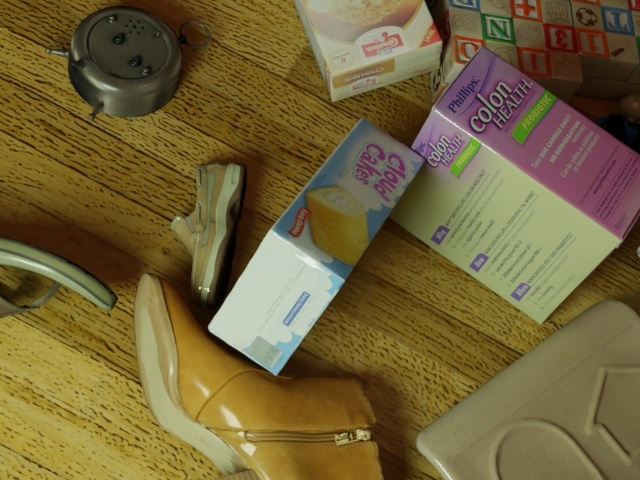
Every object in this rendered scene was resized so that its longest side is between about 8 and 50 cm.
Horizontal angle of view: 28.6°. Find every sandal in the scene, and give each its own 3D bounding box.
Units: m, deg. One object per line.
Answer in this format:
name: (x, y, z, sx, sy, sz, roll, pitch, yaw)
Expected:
sandal: (-0.355, 0.034, 1.264, 0.302, 0.120, 0.086, 12, 87, -8)

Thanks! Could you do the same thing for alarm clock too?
alarm clock: (-0.210, -0.218, 1.461, 0.192, 0.064, 0.129, -26, 72, -30)

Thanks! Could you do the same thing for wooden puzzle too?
wooden puzzle: (0.315, 0.269, 1.343, 0.322, 0.080, 0.348, -31, 70, -29)

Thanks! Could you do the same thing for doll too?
doll: (0.384, -0.102, 1.580, 0.129, 0.046, 0.189, 19, 61, -7)

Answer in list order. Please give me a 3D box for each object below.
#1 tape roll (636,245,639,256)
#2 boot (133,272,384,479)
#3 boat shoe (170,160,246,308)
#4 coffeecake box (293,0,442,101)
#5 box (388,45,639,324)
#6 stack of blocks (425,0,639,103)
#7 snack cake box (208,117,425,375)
tape roll: (0.501, -0.048, 1.449, 0.286, 0.286, 0.100, -37, 78, -30)
boot: (-0.061, 0.156, 1.286, 0.211, 0.104, 0.295, -10, 69, -28)
boat shoe: (-0.129, -0.007, 1.373, 0.072, 0.068, 0.190, 7, 50, 1)
coffeecake box: (0.051, -0.282, 1.546, 0.142, 0.068, 0.185, -18, 68, -6)
box: (0.216, -0.057, 1.407, 0.243, 0.213, 0.117, 35, 58, 5)
stack of blocks: (0.290, -0.251, 1.610, 0.297, 0.087, 0.171, 5, 61, -14)
snack cake box: (0.000, 0.000, 1.299, 0.089, 0.152, 0.264, 34, 37, 1)
